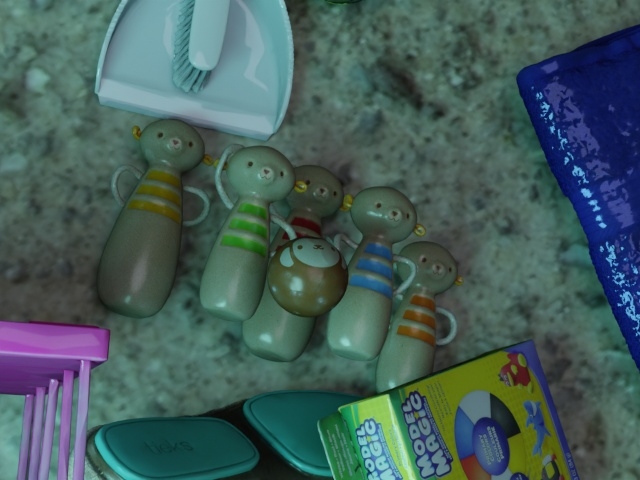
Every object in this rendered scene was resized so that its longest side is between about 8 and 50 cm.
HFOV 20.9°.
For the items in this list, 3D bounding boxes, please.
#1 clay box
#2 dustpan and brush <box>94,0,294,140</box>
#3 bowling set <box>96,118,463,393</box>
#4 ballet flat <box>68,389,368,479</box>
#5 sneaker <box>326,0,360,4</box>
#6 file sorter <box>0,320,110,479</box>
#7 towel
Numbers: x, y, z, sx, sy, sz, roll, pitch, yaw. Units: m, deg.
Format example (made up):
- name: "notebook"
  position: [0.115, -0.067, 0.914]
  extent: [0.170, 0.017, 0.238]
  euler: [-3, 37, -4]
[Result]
- name: "clay box"
  position: [0.096, 0.156, 1.237]
  extent: [0.222, 0.053, 0.127]
  euler: [-15, 85, -52]
- name: "dustpan and brush"
  position: [-0.081, -0.195, 1.314]
  extent: [0.147, 0.060, 0.211]
  euler: [12, 75, -14]
- name: "bowling set"
  position: [0.000, 0.000, 1.230]
  extent: [0.287, 0.200, 0.154]
  euler: [19, 72, -16]
- name: "ballet flat"
  position: [-0.058, 0.169, 1.209]
  extent: [0.316, 0.106, 0.107]
  euler: [3, 34, -44]
- name: "sneaker"
  position: [0.110, -0.286, 1.364]
  extent: [0.296, 0.109, 0.123]
  euler: [-23, 90, -19]
- name: "file sorter"
  position: [-0.259, 0.149, 1.069]
  extent: [0.202, 0.291, 0.182]
  euler: [6, 79, -15]
- name: "towel"
  position: [0.305, -0.030, 1.391]
  extent: [0.228, 0.076, 0.308]
  euler: [-20, 83, -16]
